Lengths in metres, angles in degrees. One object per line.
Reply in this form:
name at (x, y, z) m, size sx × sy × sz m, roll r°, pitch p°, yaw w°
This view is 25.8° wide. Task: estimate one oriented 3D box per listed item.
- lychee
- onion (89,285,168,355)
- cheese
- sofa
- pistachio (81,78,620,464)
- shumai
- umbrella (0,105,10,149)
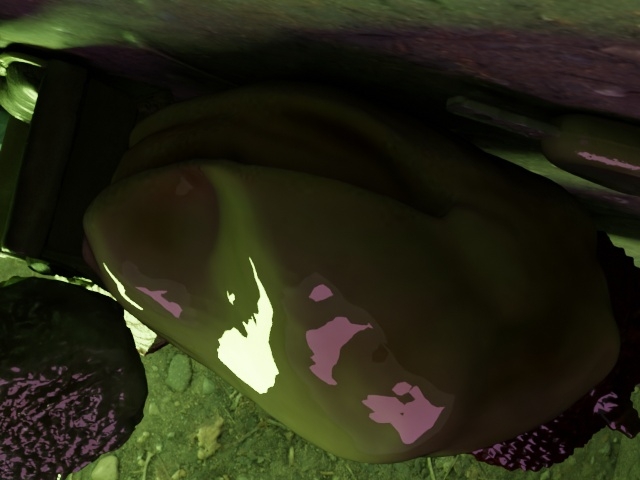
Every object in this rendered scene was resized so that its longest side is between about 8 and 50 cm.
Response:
lychee at (0.204, 0.090, 1.408) m, size 0.304 × 0.276 × 0.275 m, roll 38°, pitch -177°, yaw 20°
onion at (-0.213, 0.004, 1.872) m, size 0.206 × 0.216 × 0.207 m, roll 46°, pitch -139°, yaw 10°
cheese at (0.179, -0.072, 0.998) m, size 0.192 × 0.037 × 0.097 m, roll 16°, pitch 172°, yaw -17°
sofa at (-0.265, -0.061, 1.337) m, size 0.182 × 0.200 × 0.258 m, roll 13°, pitch 176°, yaw -19°
pistachio at (0.019, 0.026, 1.112) m, size 0.445 × 0.281 × 0.365 m, roll 12°, pitch 150°, yaw 21°
shumai at (-0.279, 0.094, 1.313) m, size 0.225 × 0.222 × 0.261 m, roll 8°, pitch 141°, yaw -22°
umbrella at (-0.422, -0.146, 1.580) m, size 0.250 × 0.053 × 0.052 m, roll 17°, pitch 174°, yaw -36°
